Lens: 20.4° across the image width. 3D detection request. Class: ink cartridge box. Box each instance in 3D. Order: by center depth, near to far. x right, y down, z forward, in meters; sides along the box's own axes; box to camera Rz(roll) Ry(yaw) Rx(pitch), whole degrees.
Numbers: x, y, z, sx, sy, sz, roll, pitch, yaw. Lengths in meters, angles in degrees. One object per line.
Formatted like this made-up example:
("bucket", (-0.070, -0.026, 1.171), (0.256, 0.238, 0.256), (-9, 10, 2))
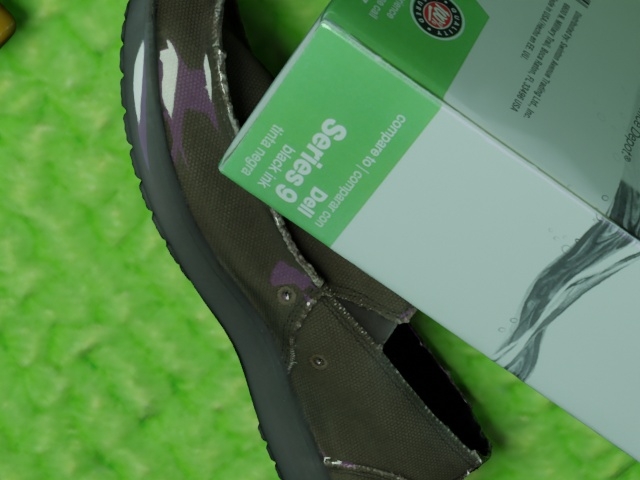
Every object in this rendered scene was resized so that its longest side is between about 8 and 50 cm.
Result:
("ink cartridge box", (0.126, -0.041, 0.888), (0.289, 0.211, 0.121), (35, 131, -3))

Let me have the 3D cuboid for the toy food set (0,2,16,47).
("toy food set", (-0.154, -0.198, 0.938), (0.104, 0.111, 0.232), (45, 143, -7))

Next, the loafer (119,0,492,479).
("loafer", (0.000, 0.000, 0.994), (0.130, 0.134, 0.366), (-18, 116, 12))
